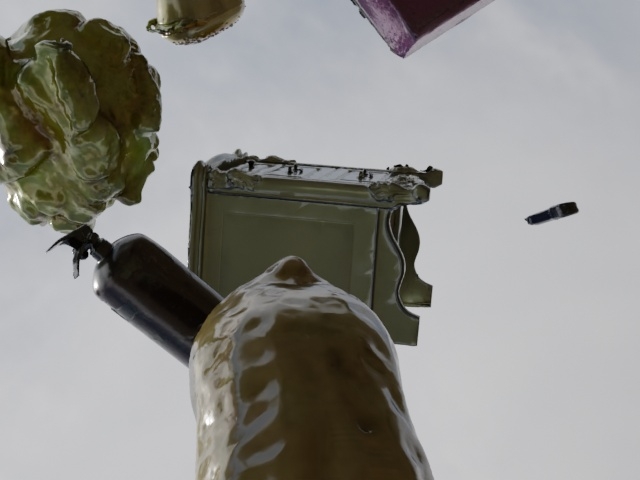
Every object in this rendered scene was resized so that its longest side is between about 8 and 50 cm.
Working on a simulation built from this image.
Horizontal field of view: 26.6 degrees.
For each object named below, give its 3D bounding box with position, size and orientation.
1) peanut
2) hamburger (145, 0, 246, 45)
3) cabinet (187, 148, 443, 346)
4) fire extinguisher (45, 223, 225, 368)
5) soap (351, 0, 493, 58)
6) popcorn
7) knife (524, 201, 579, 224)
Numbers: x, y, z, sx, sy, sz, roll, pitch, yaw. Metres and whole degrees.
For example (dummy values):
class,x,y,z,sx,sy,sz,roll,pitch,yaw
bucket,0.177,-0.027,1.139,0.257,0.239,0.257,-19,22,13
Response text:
class,x,y,z,sx,sy,sz,roll,pitch,yaw
peanut,-0.008,0.155,0.975,0.169,0.192,0.387,-8,-142,-1
hamburger,-0.174,-0.317,1.881,0.141,0.126,0.081,-22,-72,-31
cabinet,0.000,0.000,1.891,0.318,0.227,0.290,4,-172,9
fire extinguisher,-0.125,0.070,1.194,0.267,0.072,0.089,41,-149,-17
soap,0.150,-0.357,1.616,0.259,0.081,0.181,-33,-95,-19
popcorn,-0.336,-0.171,1.831,0.274,0.335,0.279,24,-144,10
knife,0.277,-0.030,1.633,0.031,0.121,0.018,-16,-94,-19
